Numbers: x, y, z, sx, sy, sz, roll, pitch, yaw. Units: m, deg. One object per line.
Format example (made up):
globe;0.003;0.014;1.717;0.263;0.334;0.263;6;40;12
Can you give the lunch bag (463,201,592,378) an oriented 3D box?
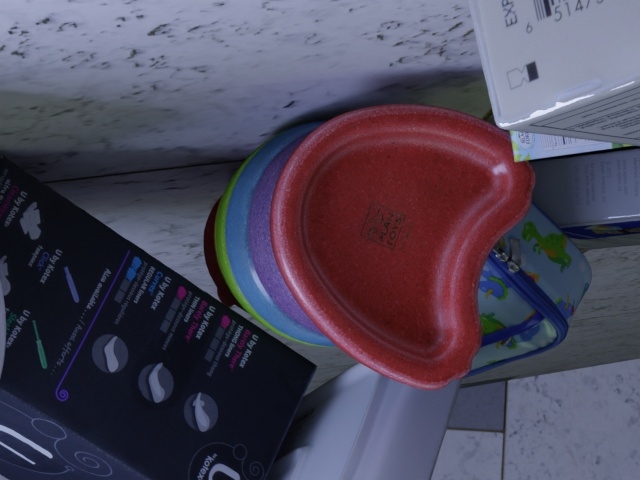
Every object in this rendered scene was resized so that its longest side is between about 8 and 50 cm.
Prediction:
lunch bag;0.093;0.029;1.423;0.176;0.090;0.219;45;144;-19

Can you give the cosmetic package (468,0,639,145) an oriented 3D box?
cosmetic package;0.216;-0.121;0.870;0.153;0.129;0.296;-20;164;39

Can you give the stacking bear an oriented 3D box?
stacking bear;0.000;0.000;1.260;0.164;0.175;0.289;24;169;-16

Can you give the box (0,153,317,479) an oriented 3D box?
box;-0.169;0.089;1.247;0.270;0.143;0.165;35;152;-18

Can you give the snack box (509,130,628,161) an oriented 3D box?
snack box;0.186;-0.083;1.163;0.100;0.037;0.141;-6;-172;22

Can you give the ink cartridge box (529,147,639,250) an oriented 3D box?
ink cartridge box;0.310;-0.037;1.416;0.371;0.069;0.176;-3;173;34

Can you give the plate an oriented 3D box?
plate;-0.026;0.187;1.234;0.277;0.045;0.278;-37;-161;38

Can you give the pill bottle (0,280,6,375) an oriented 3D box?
pill bottle;-0.370;0.063;1.077;0.361;0.204;0.204;-11;171;43
